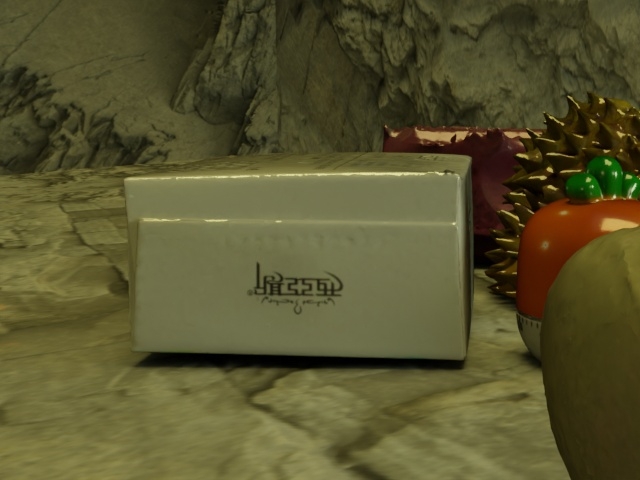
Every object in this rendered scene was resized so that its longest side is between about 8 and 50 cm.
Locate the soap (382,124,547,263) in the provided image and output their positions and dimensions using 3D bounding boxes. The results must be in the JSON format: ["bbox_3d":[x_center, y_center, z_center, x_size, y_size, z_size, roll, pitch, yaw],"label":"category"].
[{"bbox_3d":[0.217,-0.047,1.395,0.324,0.127,0.220,0,7,5],"label":"soap"}]

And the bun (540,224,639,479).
[{"bbox_3d":[0.153,0.057,0.433,0.178,0.128,0.193,-1,-5,2],"label":"bun"}]

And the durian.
[{"bbox_3d":[0.205,-0.025,1.104,0.153,0.187,0.260,4,-9,-19],"label":"durian"}]

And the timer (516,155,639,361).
[{"bbox_3d":[0.164,0.013,0.863,0.099,0.136,0.136,-10,9,-24],"label":"timer"}]

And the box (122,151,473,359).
[{"bbox_3d":[0.000,0.003,0.986,0.203,0.116,0.274,-1,6,6],"label":"box"}]
